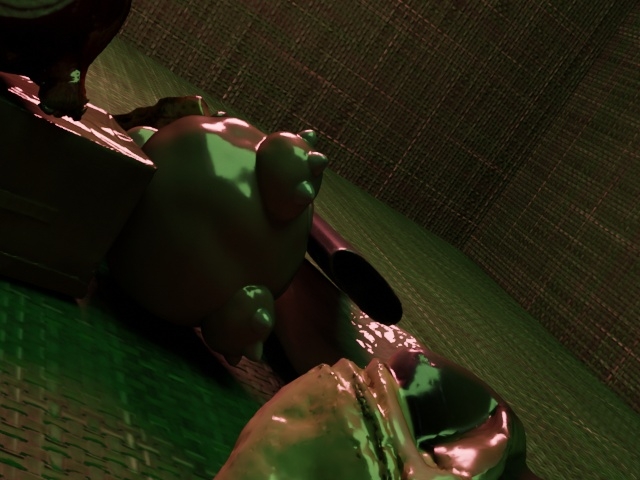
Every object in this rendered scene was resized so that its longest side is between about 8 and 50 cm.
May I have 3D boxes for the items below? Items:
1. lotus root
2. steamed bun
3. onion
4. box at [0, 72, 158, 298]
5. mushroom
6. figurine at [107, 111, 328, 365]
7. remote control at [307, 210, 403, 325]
[{"bbox_3d":[-0.167,-0.062,1.220,0.314,0.210,0.142,33,49,-54],"label":"lotus root"},{"bbox_3d":[0.068,0.195,0.574,0.320,0.206,0.275,31,8,-43],"label":"steamed bun"},{"bbox_3d":[-0.237,-0.191,0.770,0.135,0.173,0.198,59,18,-89],"label":"onion"},{"bbox_3d":[-0.296,-0.071,0.799,0.231,0.149,0.155,24,13,-40],"label":"box"},{"bbox_3d":[-0.014,0.088,1.050,0.328,0.122,0.159,39,-5,29],"label":"mushroom"},{"bbox_3d":[-0.162,-0.042,0.958,0.380,0.248,0.203,25,5,39],"label":"figurine"},{"bbox_3d":[0.000,0.000,1.064,0.107,0.044,0.377,43,2,-21],"label":"remote control"}]
